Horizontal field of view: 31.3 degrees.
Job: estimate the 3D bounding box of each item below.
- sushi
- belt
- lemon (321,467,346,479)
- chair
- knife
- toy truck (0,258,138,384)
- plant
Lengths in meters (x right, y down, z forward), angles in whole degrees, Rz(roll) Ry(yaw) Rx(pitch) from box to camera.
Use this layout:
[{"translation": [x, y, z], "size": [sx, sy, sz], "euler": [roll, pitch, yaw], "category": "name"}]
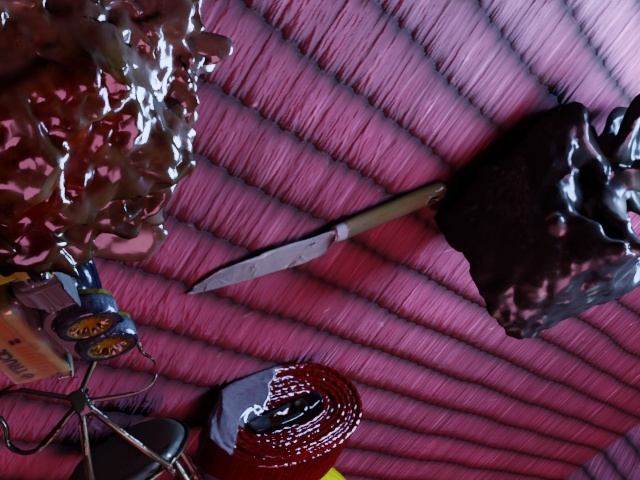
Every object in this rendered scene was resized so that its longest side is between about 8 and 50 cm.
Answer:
[{"translation": [-0.154, -0.098, 0.548], "size": [0.238, 0.219, 0.225], "euler": [-3, 124, -30], "category": "sushi"}, {"translation": [-0.055, 0.234, 1.353], "size": [0.201, 0.128, 0.124], "euler": [-16, 147, -34], "category": "belt"}, {"translation": [-0.066, 0.371, 1.463], "size": [0.240, 0.240, 0.219], "euler": [-34, 127, 0], "category": "lemon"}, {"translation": [-0.200, 0.237, 1.198], "size": [0.160, 0.170, 0.325], "euler": [-26, 109, -6], "category": "chair"}, {"translation": [0.001, 0.002, 1.151], "size": [0.298, 0.017, 0.047], "euler": [-22, 157, -23], "category": "knife"}, {"translation": [-0.238, 0.017, 0.802], "size": [0.157, 0.124, 0.272], "euler": [-21, 156, -2], "category": "toy truck"}, {"translation": [0.274, -0.028, 1.213], "size": [0.276, 0.188, 0.199], "euler": [-36, 154, 6], "category": "plant"}]
